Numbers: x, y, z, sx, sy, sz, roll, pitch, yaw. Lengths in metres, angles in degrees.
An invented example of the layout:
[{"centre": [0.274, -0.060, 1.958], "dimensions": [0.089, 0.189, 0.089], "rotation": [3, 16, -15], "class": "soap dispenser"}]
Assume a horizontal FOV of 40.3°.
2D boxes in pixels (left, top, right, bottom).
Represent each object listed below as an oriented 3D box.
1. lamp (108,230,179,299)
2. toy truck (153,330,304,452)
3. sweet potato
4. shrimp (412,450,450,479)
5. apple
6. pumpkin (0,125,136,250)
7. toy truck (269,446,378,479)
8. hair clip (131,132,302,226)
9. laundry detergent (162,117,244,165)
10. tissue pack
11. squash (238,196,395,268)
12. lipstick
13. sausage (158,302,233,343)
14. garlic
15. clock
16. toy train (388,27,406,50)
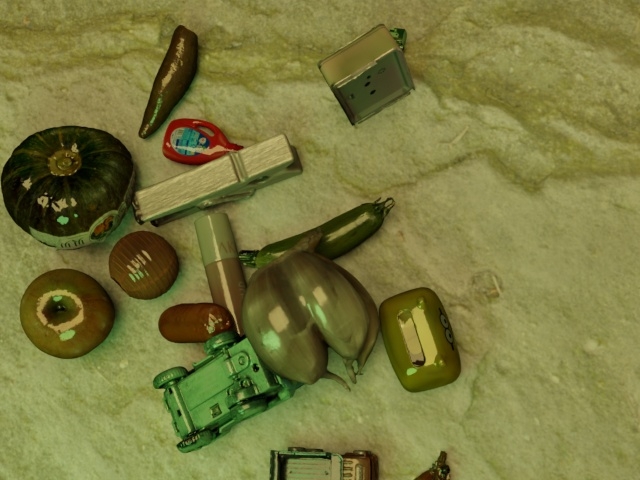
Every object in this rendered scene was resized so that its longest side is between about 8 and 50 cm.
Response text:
[{"centre": [-0.339, 0.047, 1.680], "dimensions": [0.136, 0.136, 0.136], "rotation": [-3, 78, 12], "class": "lamp"}, {"centre": [-0.167, 0.266, 1.572], "dimensions": [0.279, 0.156, 0.155], "rotation": [-35, 71, 32], "class": "toy truck"}, {"centre": [-0.304, -0.315, 1.781], "dimensions": [0.077, 0.077, 0.243], "rotation": [20, 90, 16], "class": "sweet potato"}, {"centre": [0.176, 0.453, 1.527], "dimensions": [0.091, 0.043, 0.184], "rotation": [32, 88, 20], "class": "shrimp"}, {"centre": [-0.489, 0.142, 1.689], "dimensions": [0.182, 0.155, 0.182], "rotation": [0, 74, -1], "class": "apple"}, {"centre": [-0.498, -0.103, 1.728], "dimensions": [0.260, 0.189, 0.260], "rotation": [5, 59, -8], "class": "pumpkin"}, {"centre": [0.003, 0.413, 1.549], "dimensions": [0.192, 0.092, 0.083], "rotation": [-1, 78, 12], "class": "toy truck"}, {"centre": [-0.201, -0.110, 1.703], "dimensions": [0.331, 0.101, 0.085], "rotation": [-19, 72, 7], "class": "hair clip"}, {"centre": [-0.230, -0.194, 1.750], "dimensions": [0.165, 0.049, 0.097], "rotation": [10, 76, 12], "class": "laundry detergent"}, {"centre": [0.174, 0.175, 1.541], "dimensions": [0.123, 0.127, 0.178], "rotation": [-19, 74, 11], "class": "tissue pack"}, {"centre": [0.000, 0.003, 1.640], "dimensions": [0.318, 0.071, 0.080], "rotation": [-21, 92, 10], "class": "squash"}, {"centre": [-0.180, 0.076, 1.670], "dimensions": [0.070, 0.070, 0.254], "rotation": [-18, 76, 9], "class": "lipstick"}, {"centre": [-0.233, 0.155, 1.625], "dimensions": [0.197, 0.076, 0.076], "rotation": [-7, 74, 50], "class": "sausage"}, {"centre": [-0.015, 0.128, 1.515], "dimensions": [0.210, 0.237, 0.292], "rotation": [-28, 78, 5], "class": "garlic"}, {"centre": [0.090, -0.304, 1.622], "dimensions": [0.147, 0.192, 0.071], "rotation": [-31, 72, 6], "class": "clock"}, {"centre": [0.127, -0.393, 1.714], "dimensions": [0.083, 0.033, 0.053], "rotation": [12, 77, 15], "class": "toy train"}]
